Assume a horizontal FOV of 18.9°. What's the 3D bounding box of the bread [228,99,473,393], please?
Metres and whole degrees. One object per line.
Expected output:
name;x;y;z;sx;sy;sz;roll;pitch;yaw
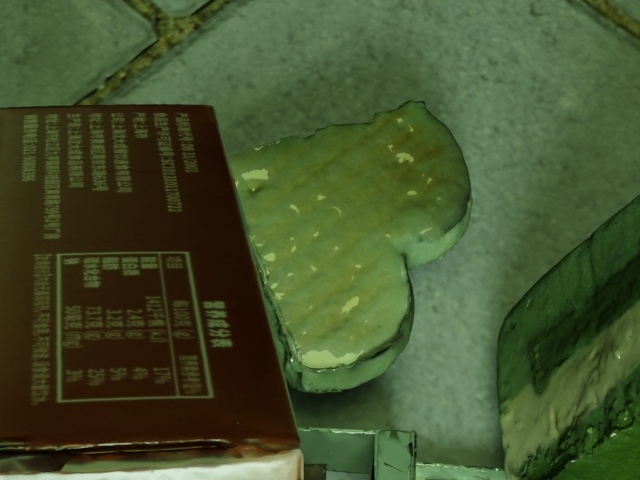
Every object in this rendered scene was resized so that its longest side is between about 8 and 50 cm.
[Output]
bread;0.000;0.000;1.255;0.172;0.064;0.232;20;55;8

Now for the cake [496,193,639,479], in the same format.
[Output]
cake;0.192;0.047;1.118;0.172;0.284;0.158;-4;55;-1

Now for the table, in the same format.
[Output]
table;0.038;0.190;1.133;0.175;0.062;0.146;3;56;-1

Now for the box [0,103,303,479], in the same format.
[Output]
box;-0.088;0.158;0.877;0.122;0.345;0.385;-2;22;-7
